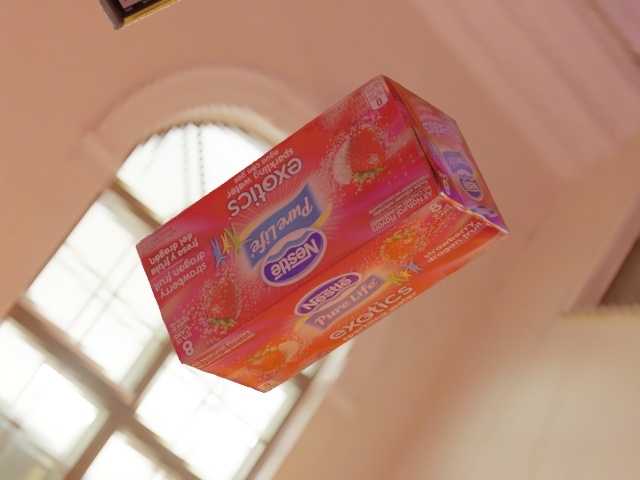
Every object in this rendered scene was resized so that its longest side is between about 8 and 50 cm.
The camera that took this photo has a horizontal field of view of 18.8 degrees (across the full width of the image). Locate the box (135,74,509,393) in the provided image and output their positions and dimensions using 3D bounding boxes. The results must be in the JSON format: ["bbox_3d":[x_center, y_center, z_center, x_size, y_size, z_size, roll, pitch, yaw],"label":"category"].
[{"bbox_3d":[0.000,0.000,1.525,0.128,0.257,0.123,26,35,-56],"label":"box"}]

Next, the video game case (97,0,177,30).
[{"bbox_3d":[-0.224,-0.436,2.464,0.275,0.248,0.035,59,-24,3],"label":"video game case"}]
